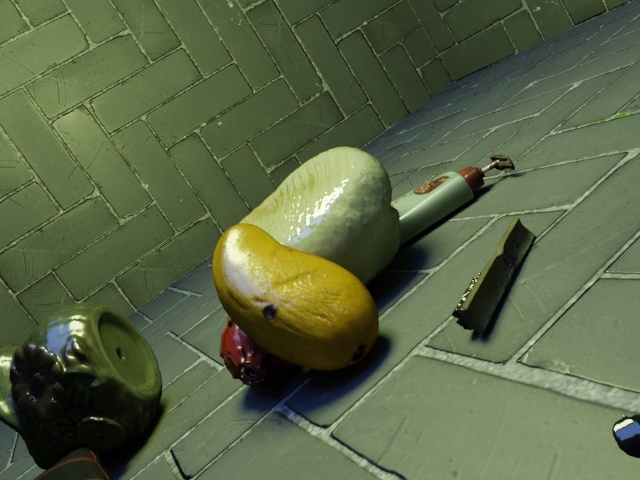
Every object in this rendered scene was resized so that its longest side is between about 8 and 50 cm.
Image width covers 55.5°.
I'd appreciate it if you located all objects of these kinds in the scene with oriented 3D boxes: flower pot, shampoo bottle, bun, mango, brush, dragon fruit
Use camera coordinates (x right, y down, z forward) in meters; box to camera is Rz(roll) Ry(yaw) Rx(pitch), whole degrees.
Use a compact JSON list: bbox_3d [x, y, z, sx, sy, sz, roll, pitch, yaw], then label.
[{"bbox_3d":[-0.439,0.266,1.114,0.213,0.302,0.302,-32,12,4],"label":"flower pot"},{"bbox_3d":[0.249,-0.092,1.236,0.284,0.071,0.153,-33,13,10],"label":"shampoo bottle"},{"bbox_3d":[0.000,0.000,1.146,0.365,0.219,0.365,-33,27,20],"label":"bun"},{"bbox_3d":[-0.048,0.085,0.901,0.294,0.120,0.177,29,45,27],"label":"mango"},{"bbox_3d":[0.233,0.041,0.813,0.036,0.043,0.248,-32,9,43],"label":"brush"},{"bbox_3d":[-0.100,0.167,0.974,0.136,0.133,0.166,-24,11,9],"label":"dragon fruit"}]

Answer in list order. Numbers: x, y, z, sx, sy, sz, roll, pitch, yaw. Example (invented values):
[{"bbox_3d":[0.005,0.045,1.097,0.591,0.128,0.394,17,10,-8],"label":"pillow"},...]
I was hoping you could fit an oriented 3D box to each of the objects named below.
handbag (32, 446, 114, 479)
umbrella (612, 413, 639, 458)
[{"bbox_3d":[-0.289,0.346,0.677,0.169,0.155,0.215,-31,17,-28],"label":"handbag"},{"bbox_3d":[0.313,0.078,0.401,0.248,0.071,0.071,-33,11,20],"label":"umbrella"}]
